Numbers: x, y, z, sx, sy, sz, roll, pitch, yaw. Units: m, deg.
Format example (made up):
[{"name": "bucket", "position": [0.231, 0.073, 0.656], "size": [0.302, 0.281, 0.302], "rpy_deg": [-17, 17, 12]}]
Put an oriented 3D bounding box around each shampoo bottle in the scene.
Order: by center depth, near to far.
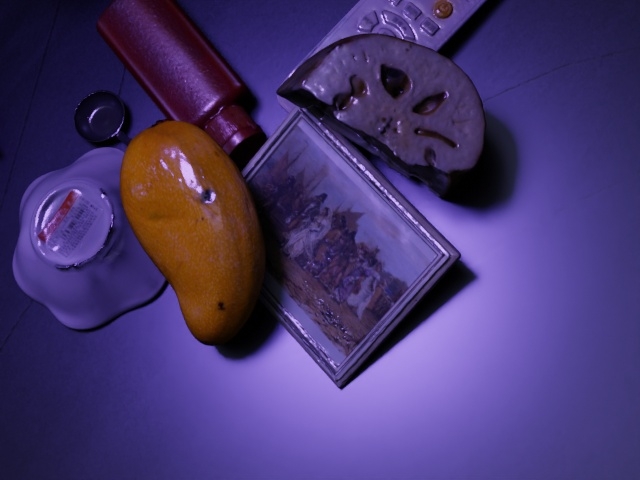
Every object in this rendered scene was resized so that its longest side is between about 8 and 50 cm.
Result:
[{"name": "shampoo bottle", "position": [-0.163, -0.199, 1.576], "size": [0.102, 0.064, 0.260], "rpy_deg": [-41, 69, 2]}]

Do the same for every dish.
[{"name": "dish", "position": [-0.284, -0.012, 1.553], "size": [0.229, 0.081, 0.229], "rpy_deg": [-4, 75, 15]}]

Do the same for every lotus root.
[{"name": "lotus root", "position": [0.079, -0.149, 1.425], "size": [0.235, 0.119, 0.138], "rpy_deg": [26, 79, -10]}]

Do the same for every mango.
[{"name": "mango", "position": [-0.138, -0.013, 1.475], "size": [0.157, 0.109, 0.262], "rpy_deg": [-21, 91, 33]}]

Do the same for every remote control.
[{"name": "remote control", "position": [0.090, -0.243, 1.528], "size": [0.109, 0.055, 0.313], "rpy_deg": [43, 87, 10]}]

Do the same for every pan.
[{"name": "pan", "position": [-0.255, -0.138, 1.607], "size": [0.115, 0.023, 0.068], "rpy_deg": [42, 89, 23]}]

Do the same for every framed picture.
[{"name": "framed picture", "position": [0.000, 0.000, 1.477], "size": [0.274, 0.017, 0.217], "rpy_deg": [45, 105, 21]}]
